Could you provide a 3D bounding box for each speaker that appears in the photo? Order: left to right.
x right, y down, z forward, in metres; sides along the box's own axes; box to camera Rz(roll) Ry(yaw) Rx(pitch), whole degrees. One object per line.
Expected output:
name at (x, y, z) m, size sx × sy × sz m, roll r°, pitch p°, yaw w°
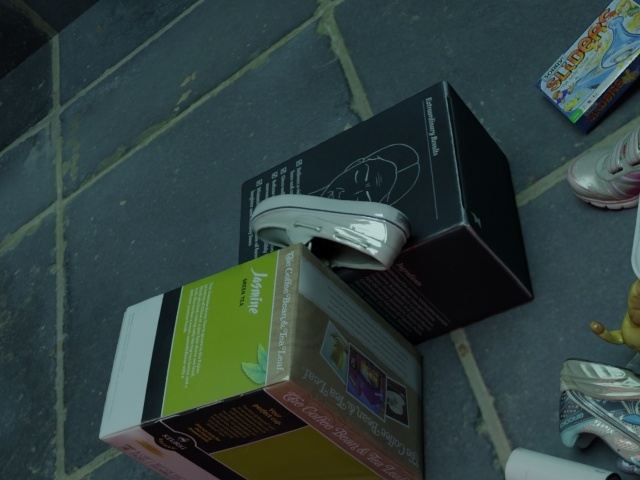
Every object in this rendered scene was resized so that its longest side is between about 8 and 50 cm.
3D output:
speaker at (0.297, 0.296, 1.247) m, size 0.136 × 0.055 × 0.055 m, roll 6°, pitch 62°, yaw 45°

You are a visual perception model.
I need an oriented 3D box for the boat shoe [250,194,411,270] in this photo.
boat shoe at (0.000, 0.000, 1.403) m, size 0.268 × 0.096 × 0.088 m, roll 6°, pitch 58°, yaw 35°

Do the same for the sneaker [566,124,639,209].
sneaker at (0.455, -0.121, 1.407) m, size 0.252 × 0.111 × 0.102 m, roll -12°, pitch 51°, yaw 35°

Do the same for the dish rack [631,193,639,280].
dish rack at (0.523, -0.051, 1.178) m, size 0.286 × 0.072 × 0.332 m, roll 13°, pitch 49°, yaw 12°

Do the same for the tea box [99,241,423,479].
tea box at (-0.069, 0.216, 1.425) m, size 0.324 × 0.329 × 0.219 m, roll -19°, pitch 46°, yaw 28°

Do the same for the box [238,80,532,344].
box at (0.087, -0.007, 1.562) m, size 0.396 × 0.212 × 0.293 m, roll -24°, pitch 45°, yaw 26°

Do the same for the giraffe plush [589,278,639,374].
giraffe plush at (0.452, 0.063, 1.248) m, size 0.170 × 0.181 × 0.210 m, roll -59°, pitch 5°, yaw -30°

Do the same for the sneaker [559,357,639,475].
sneaker at (0.409, 0.223, 1.194) m, size 0.283 × 0.110 × 0.122 m, roll 6°, pitch 80°, yaw 47°

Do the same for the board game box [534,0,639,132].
board game box at (0.442, -0.280, 1.579) m, size 0.201 × 0.035 × 0.136 m, roll -49°, pitch 35°, yaw 15°
